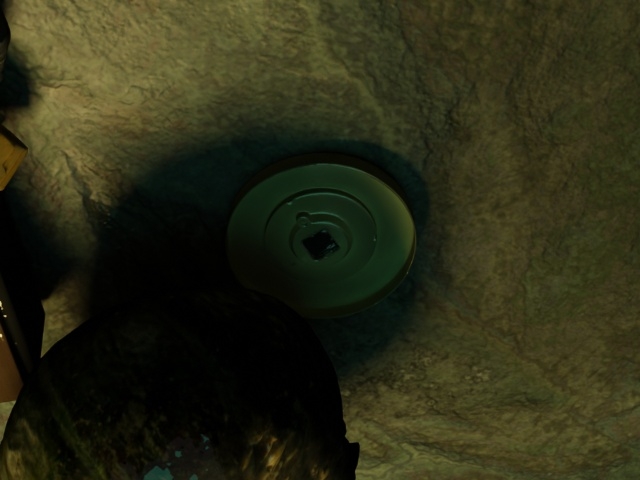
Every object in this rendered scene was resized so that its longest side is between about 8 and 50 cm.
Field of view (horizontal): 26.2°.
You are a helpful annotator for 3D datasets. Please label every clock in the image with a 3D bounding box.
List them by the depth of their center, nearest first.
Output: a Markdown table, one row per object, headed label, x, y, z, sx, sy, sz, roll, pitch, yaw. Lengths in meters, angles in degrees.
| label | x | y | z | sx | sy | sz | roll | pitch | yaw |
| --- | --- | --- | --- | --- | --- | --- | --- | --- | --- |
| clock | 0.000 | 0.000 | 1.668 | 0.235 | 0.029 | 0.235 | 0 | 124 | 0 |

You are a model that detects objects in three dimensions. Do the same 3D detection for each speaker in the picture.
| label | x | y | z | sx | sy | sz | roll | pitch | yaw |
| --- | --- | --- | --- | --- | --- | --- | --- | --- | --- |
| speaker | -0.443 | 0.067 | 1.614 | 0.192 | 0.153 | 0.231 | -8 | 130 | 2 |

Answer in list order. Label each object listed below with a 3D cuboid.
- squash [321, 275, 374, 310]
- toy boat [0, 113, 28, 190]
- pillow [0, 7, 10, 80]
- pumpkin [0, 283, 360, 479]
| label | x | y | z | sx | sy | sz | roll | pitch | yaw |
| --- | --- | --- | --- | --- | --- | --- | --- | --- | --- |
| squash | 0.033 | 0.070 | 1.750 | 0.089 | 0.027 | 0.027 | -37 | 124 | 26 |
| toy boat | -0.453 | -0.154 | 1.457 | 0.310 | 0.115 | 0.089 | 31 | 83 | -31 |
| pillow | -0.408 | -0.279 | 1.350 | 0.092 | 0.161 | 0.335 | -47 | 132 | -19 |
| pumpkin | -0.174 | 0.249 | 1.640 | 0.454 | 0.344 | 0.454 | -25 | 147 | -18 |
